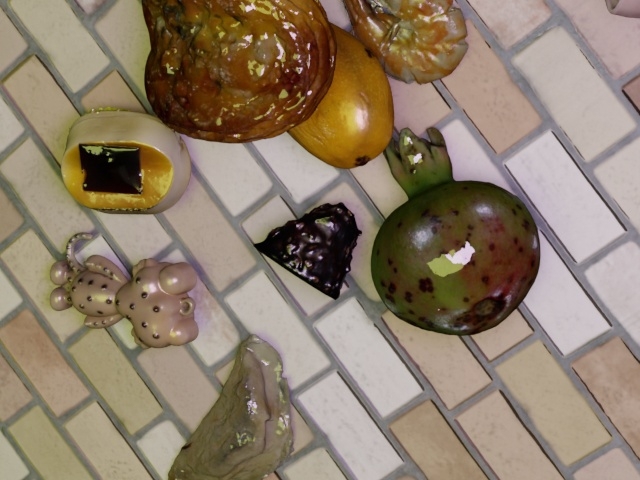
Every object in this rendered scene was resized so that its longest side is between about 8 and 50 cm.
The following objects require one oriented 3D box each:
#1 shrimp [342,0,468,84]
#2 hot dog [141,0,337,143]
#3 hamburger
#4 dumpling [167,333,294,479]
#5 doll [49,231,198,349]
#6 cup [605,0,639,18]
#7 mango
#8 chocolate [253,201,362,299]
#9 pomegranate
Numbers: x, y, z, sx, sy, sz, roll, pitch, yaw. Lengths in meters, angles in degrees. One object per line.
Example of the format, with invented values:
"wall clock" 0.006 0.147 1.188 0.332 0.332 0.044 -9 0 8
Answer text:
"shrimp" 0.089 -0.351 1.720 0.294 0.062 0.154 48 116 1
"hot dog" -0.149 -0.283 1.670 0.387 0.174 0.267 22 117 48
"hamburger" -0.308 -0.124 1.868 0.210 0.116 0.173 -1 109 13
"dumpling" -0.132 0.324 1.921 0.166 0.086 0.332 33 113 11
"doll" -0.320 0.086 1.920 0.278 0.119 0.154 17 105 23
"cup" 0.398 -0.449 1.470 0.208 0.273 0.288 33 112 -15
"mango" 0.003 -0.233 1.732 0.177 0.120 0.295 -47 61 29
"chocolate" 0.000 0.000 1.800 0.156 0.156 0.133 35 85 8
"pomegranate" 0.165 -0.004 1.694 0.306 0.242 0.242 46 112 25
